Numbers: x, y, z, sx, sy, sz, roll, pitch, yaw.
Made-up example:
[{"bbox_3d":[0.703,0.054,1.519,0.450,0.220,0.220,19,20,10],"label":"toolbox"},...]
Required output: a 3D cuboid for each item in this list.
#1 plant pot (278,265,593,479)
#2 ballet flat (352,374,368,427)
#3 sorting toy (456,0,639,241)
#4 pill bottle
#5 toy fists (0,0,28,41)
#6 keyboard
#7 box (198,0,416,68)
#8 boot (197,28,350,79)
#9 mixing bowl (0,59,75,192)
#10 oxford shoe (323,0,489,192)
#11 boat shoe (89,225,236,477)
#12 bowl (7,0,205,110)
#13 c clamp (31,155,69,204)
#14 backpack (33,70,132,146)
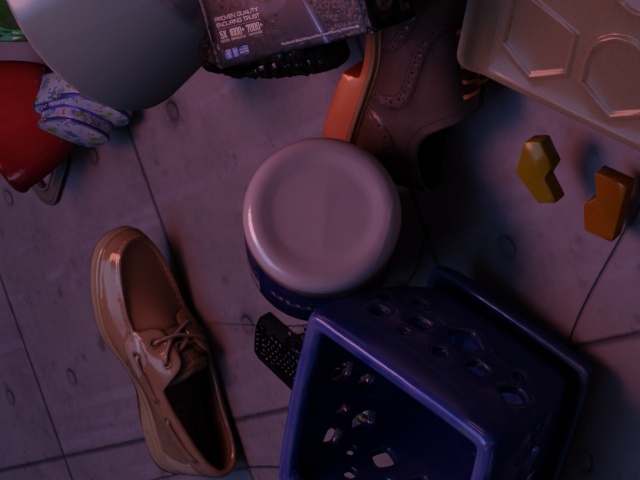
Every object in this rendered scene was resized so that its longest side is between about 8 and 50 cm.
[{"bbox_3d":[0.122,0.175,1.700,0.236,0.212,0.236,35,132,30],"label":"plant pot"},{"bbox_3d":[0.072,0.141,1.904,0.070,0.070,0.188,40,137,35],"label":"ballet flat"},{"bbox_3d":[0.231,-0.162,1.528,0.229,0.041,0.307,27,128,24],"label":"sorting toy"},{"bbox_3d":[0.000,0.000,1.768,0.153,0.153,0.264,63,174,10],"label":"pill bottle"},{"bbox_3d":[-0.365,-0.317,2.226,0.279,0.096,0.142,21,121,48],"label":"toy fists"},{"bbox_3d":[-0.024,0.154,2.045,0.192,0.038,0.100,38,134,35],"label":"keyboard"},{"bbox_3d":[-0.023,-0.245,1.562,0.180,0.077,0.147,-8,101,36],"label":"box"},{"bbox_3d":[-0.003,-0.297,1.658,0.348,0.131,0.260,163,113,-64],"label":"boot"},{"bbox_3d":[-0.375,-0.164,2.278,0.181,0.098,0.181,-20,-90,-82],"label":"mixing bowl"},{"bbox_3d":[0.115,-0.194,1.649,0.133,0.130,0.363,35,141,15],"label":"oxford shoe"},{"bbox_3d":[-0.184,0.140,2.193,0.110,0.121,0.341,4,119,48],"label":"boat shoe"},{"bbox_3d":[-0.181,-0.307,1.851,0.163,0.311,0.311,-18,92,35],"label":"bowl"},{"bbox_3d":[-0.395,-0.121,2.420,0.137,0.022,0.160,56,143,19],"label":"c clamp"},{"bbox_3d":[-0.291,-0.167,2.186,0.114,0.105,0.084,-13,61,47],"label":"backpack"}]
